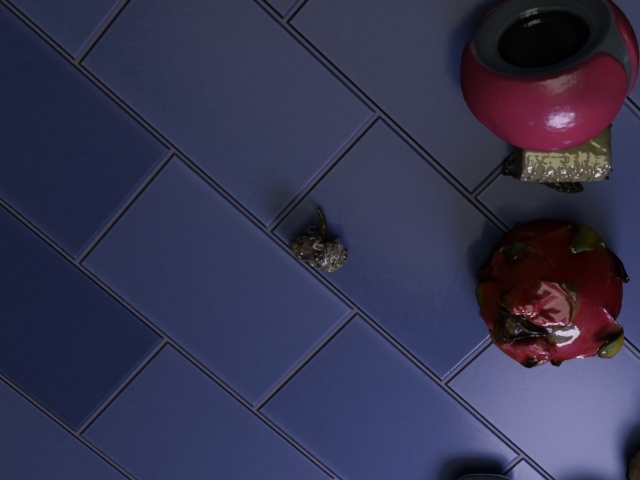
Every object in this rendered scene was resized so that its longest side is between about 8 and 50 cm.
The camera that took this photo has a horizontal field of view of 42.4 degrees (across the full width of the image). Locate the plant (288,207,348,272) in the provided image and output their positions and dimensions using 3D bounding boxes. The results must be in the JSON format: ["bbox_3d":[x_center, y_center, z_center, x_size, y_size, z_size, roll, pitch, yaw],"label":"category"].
[{"bbox_3d":[0.000,0.000,1.661,0.116,0.104,0.122,21,75,-40],"label":"plant"}]

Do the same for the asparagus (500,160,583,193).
[{"bbox_3d":[0.433,-0.121,1.600,0.165,0.030,0.036,18,85,0],"label":"asparagus"}]

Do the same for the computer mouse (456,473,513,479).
[{"bbox_3d":[0.359,0.645,1.826,0.159,0.097,0.289,1,97,5],"label":"computer mouse"}]

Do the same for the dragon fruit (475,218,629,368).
[{"bbox_3d":[0.448,0.119,1.578,0.305,0.226,0.306,1,106,5],"label":"dragon fruit"}]

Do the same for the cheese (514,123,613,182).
[{"bbox_3d":[0.453,-0.169,1.546,0.167,0.094,0.123,1,90,4],"label":"cheese"}]

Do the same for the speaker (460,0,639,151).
[{"bbox_3d":[0.383,-0.287,1.404,0.294,0.294,0.294,1,108,4],"label":"speaker"}]

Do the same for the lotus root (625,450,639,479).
[{"bbox_3d":[0.721,0.524,1.738,0.154,0.140,0.257,21,120,28],"label":"lotus root"}]
